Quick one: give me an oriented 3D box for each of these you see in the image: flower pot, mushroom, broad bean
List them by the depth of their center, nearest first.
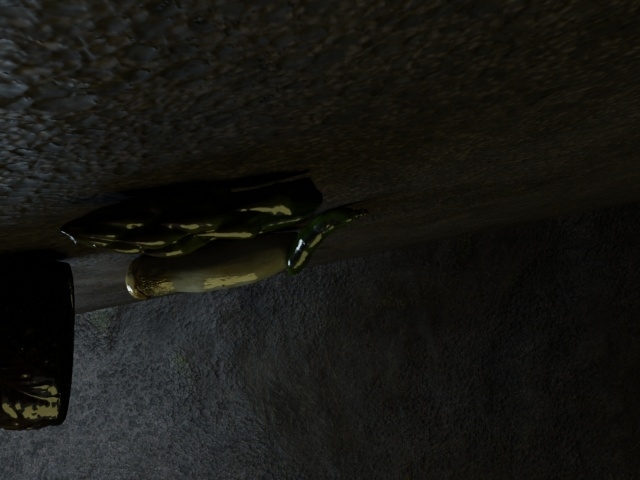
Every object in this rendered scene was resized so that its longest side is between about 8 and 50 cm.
[{"bbox_3d":[-0.529,0.159,0.846,0.267,0.266,0.266,2,169,-20],"label":"flower pot"},{"bbox_3d":[-0.003,-0.004,1.020,0.227,0.069,0.039,-36,-161,37],"label":"broad bean"},{"bbox_3d":[-0.201,0.044,1.093,0.351,0.095,0.123,-10,-163,-10],"label":"mushroom"}]

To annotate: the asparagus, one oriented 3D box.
[{"bbox_3d":[-0.140,-0.024,0.633,0.287,0.080,0.080,-8,173,-23],"label":"asparagus"}]
